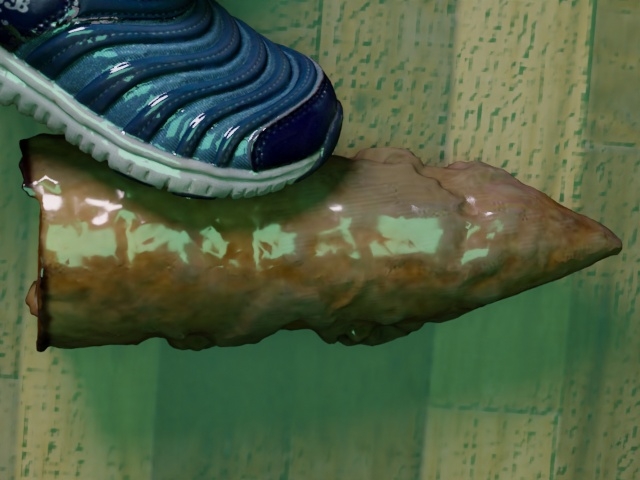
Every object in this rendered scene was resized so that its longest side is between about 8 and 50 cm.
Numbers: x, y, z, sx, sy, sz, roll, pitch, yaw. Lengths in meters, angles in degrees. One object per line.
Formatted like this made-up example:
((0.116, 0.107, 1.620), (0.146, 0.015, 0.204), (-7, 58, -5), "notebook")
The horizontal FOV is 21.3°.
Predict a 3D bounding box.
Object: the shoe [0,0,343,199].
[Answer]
((-0.078, -0.094, 0.677), (0.207, 0.091, 0.106), (30, 120, -15), "shoe")

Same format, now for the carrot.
((0.000, 0.000, 0.735), (0.263, 0.102, 0.101), (-1, 94, -3), "carrot")
